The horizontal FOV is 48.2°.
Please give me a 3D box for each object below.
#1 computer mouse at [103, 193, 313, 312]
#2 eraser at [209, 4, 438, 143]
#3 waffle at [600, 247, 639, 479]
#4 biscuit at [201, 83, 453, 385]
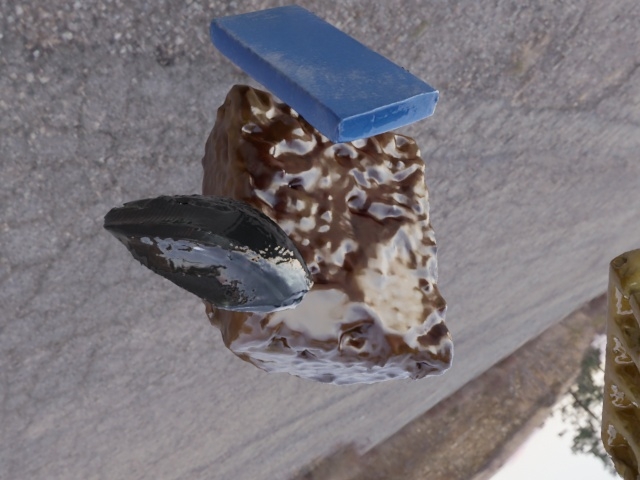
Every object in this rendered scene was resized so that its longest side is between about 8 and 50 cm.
[{"bbox_3d":[-0.065,-0.002,0.435,0.079,0.135,0.047,-49,159,-66],"label":"computer mouse"},{"bbox_3d":[-0.007,-0.218,0.895,0.144,0.312,0.042,-21,134,-27],"label":"eraser"},{"bbox_3d":[0.400,0.215,0.802,0.078,0.304,0.348,-10,121,2],"label":"waffle"},{"bbox_3d":[0.000,0.000,1.021,0.343,0.394,0.166,15,147,-30],"label":"biscuit"}]
